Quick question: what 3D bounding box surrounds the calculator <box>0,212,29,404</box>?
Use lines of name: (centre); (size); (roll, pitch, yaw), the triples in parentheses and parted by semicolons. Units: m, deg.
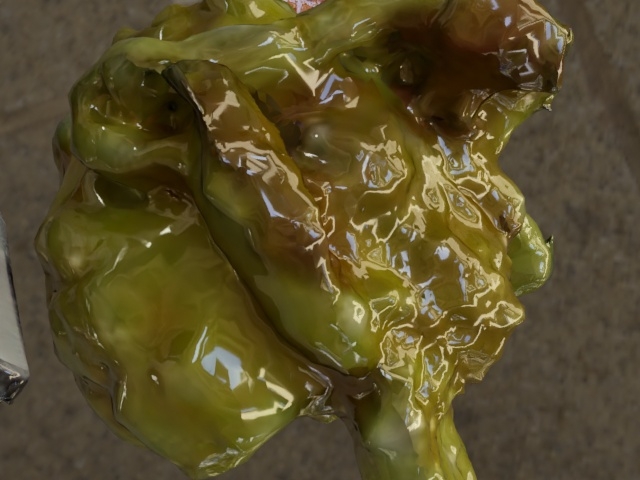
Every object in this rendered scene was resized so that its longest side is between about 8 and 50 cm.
calculator: (-0.194, -0.014, 0.682); (0.161, 0.262, 0.021); (33, 95, -19)

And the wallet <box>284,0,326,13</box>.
wallet: (0.000, -0.160, 1.177); (0.196, 0.103, 0.020); (54, 154, -14)

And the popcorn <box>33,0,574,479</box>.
popcorn: (-0.004, 0.010, 0.947); (0.290, 0.325, 0.321); (8, 100, 38)
